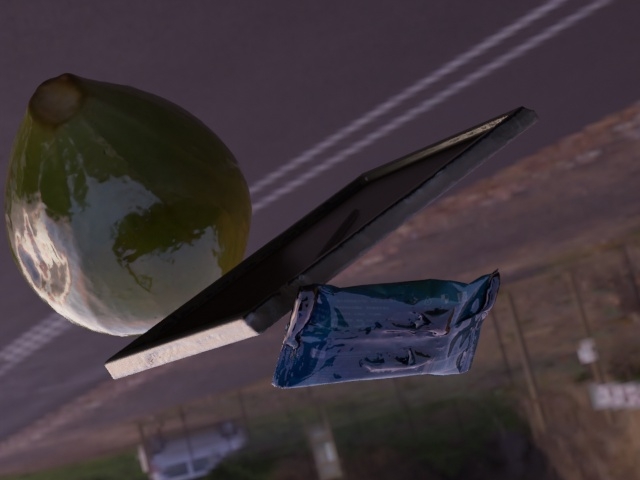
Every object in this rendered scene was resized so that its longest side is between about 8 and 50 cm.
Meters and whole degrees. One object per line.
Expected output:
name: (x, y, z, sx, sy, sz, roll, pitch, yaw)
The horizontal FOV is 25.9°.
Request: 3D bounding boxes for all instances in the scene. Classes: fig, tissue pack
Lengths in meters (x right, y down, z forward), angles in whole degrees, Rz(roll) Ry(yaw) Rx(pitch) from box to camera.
fig: (-0.178, -0.029, 1.189, 0.230, 0.207, 0.207, 31, 145, -29)
tissue pack: (0.043, 0.056, 0.843, 0.138, 0.028, 0.085, -2, 129, -20)

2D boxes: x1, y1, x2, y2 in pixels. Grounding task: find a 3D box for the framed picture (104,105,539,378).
framed picture: (0.000, 0.000, 0.991, 0.289, 0.020, 0.211, -36, -172, -34)
